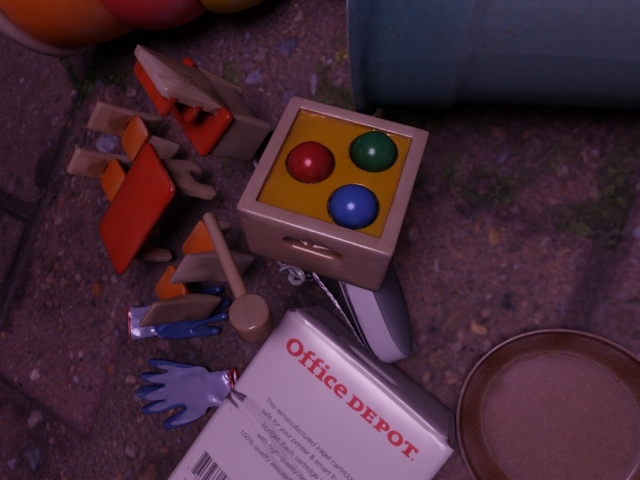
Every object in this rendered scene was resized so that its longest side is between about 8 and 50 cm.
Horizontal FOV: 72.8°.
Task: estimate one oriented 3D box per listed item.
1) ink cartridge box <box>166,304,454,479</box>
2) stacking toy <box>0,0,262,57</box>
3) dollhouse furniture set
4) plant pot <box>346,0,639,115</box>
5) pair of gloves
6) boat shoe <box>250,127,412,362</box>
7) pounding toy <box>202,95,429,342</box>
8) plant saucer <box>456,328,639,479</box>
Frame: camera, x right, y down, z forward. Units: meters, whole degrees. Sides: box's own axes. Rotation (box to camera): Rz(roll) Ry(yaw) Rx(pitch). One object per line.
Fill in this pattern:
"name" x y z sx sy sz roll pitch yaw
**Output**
"ink cartridge box" -0.018 0.235 0.464 0.198 0.115 0.273 38 96 17
"stacking toy" -0.144 -0.390 0.507 0.480 0.350 0.350 5 86 2
"dollhouse furniture set" -0.188 -0.071 0.492 0.259 0.135 0.262 -48 64 26
"plant pot" 0.219 -0.250 0.346 0.334 0.341 0.341 12 88 10
"pair of gloves" -0.183 0.144 0.576 0.159 0.023 0.198 -12 82 15
"boat shoe" -0.002 -0.001 0.487 0.105 0.113 0.306 -31 73 19
"pounding toy" -0.025 -0.019 0.372 0.181 0.094 0.206 17 64 8
"plant saucer" 0.238 0.186 0.429 0.198 0.036 0.198 -2 83 17
